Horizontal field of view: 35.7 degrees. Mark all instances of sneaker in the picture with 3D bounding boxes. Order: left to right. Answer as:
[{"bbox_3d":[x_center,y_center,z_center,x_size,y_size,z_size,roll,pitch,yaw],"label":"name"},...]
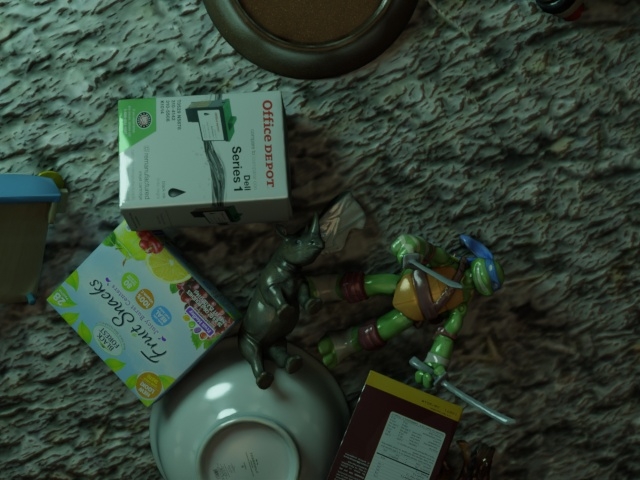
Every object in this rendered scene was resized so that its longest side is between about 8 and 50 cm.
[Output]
[{"bbox_3d":[0.000,0.000,1.388,0.152,0.054,0.061,-40,102,5],"label":"sneaker"}]

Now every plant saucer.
[{"bbox_3d":[-0.013,-0.370,1.320,0.310,0.050,0.311,0,100,-1],"label":"plant saucer"}]

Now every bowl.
[{"bbox_3d":[-0.099,0.291,1.399,0.297,0.134,0.298,0,100,-3],"label":"bowl"}]

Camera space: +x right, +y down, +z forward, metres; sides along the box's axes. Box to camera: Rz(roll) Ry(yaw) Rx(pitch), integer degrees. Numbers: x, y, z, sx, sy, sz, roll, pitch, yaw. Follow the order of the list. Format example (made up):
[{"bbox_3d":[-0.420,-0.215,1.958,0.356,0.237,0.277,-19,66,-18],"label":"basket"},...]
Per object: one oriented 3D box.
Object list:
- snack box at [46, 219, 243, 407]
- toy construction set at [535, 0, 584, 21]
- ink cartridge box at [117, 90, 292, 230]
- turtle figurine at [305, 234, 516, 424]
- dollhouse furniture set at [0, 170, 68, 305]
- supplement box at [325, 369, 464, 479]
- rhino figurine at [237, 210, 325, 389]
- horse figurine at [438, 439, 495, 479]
[{"bbox_3d":[-0.240,0.094,1.369,0.174,0.070,0.207,-44,85,6],"label":"snack box"},{"bbox_3d":[0.447,-0.371,1.269,0.308,0.257,0.237,25,86,-26],"label":"toy construction set"},{"bbox_3d":[-0.150,-0.106,1.313,0.219,0.092,0.160,-5,72,-1],"label":"ink cartridge box"},{"bbox_3d":[0.106,0.098,1.319,0.266,0.275,0.198,-14,135,23],"label":"turtle figurine"},{"bbox_3d":[-0.522,0.010,1.364,0.303,0.198,0.287,-5,127,-32],"label":"dollhouse furniture set"},{"bbox_3d":[0.086,0.299,1.309,0.129,0.191,0.194,22,74,8],"label":"supplement box"},{"bbox_3d":[-0.049,0.070,1.329,0.073,0.106,0.243,8,112,-32],"label":"rhino figurine"},{"bbox_3d":[0.137,0.373,1.455,0.263,0.066,0.175,-8,106,-3],"label":"horse figurine"}]
